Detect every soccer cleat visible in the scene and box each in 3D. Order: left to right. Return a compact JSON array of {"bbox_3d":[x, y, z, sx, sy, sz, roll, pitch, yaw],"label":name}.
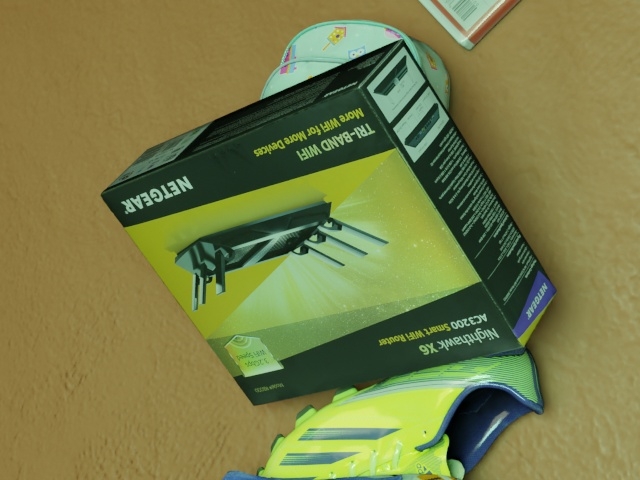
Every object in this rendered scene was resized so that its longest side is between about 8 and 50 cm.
[{"bbox_3d":[0.061,0.178,1.176,0.289,0.093,0.121,-37,51,14],"label":"soccer cleat"}]

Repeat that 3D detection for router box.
[{"bbox_3d":[0.000,0.000,1.129,0.309,0.081,0.243,-19,113,42],"label":"router box"}]

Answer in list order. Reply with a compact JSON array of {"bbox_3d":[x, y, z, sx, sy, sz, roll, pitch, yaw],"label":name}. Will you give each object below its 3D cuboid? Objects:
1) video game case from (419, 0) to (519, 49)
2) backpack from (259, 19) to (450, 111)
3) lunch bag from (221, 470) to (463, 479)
[{"bbox_3d":[0.172,-0.341,1.253,0.285,0.025,0.204,-44,65,14],"label":"video game case"},{"bbox_3d":[0.027,-0.103,1.222,0.166,0.144,0.188,6,81,33],"label":"backpack"},{"bbox_3d":[0.001,0.308,1.140,0.303,0.115,0.243,-8,100,17],"label":"lunch bag"}]
